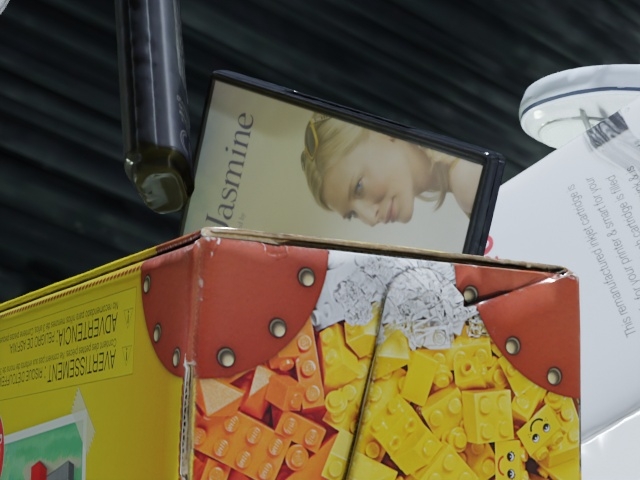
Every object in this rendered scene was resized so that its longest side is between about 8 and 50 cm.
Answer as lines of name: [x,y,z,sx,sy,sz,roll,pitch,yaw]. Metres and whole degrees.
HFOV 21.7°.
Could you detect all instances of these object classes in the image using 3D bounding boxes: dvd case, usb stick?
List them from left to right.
usb stick: [-0.120,-0.150,1.169,0.045,0.077,0.278,-8,60,1]
dvd case: [0.000,0.000,1.101,0.253,0.022,0.180,21,104,40]

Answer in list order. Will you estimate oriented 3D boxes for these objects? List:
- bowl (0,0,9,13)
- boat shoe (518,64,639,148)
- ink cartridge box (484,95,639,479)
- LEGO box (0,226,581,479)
bowl: [-0.146,-0.071,0.454,0.142,0.053,0.142,-44,52,8]
boat shoe: [0.371,-0.088,1.763,0.367,0.136,0.156,5,69,29]
ink cartridge box: [0.299,0.023,1.213,0.395,0.166,0.285,-33,36,17]
LEGO box: [-0.082,0.218,0.890,0.500,0.193,0.372,-16,70,61]
